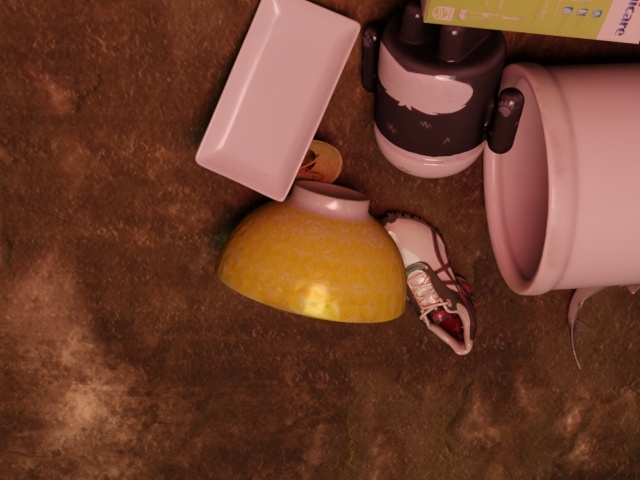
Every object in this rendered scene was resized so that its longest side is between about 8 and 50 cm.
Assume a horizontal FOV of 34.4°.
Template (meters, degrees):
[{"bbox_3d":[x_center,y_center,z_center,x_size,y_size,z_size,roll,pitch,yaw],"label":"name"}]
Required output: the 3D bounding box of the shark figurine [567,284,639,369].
[{"bbox_3d":[0.486,0.076,1.701,0.166,0.116,0.278,38,111,-24],"label":"shark figurine"}]

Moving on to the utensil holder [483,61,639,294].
[{"bbox_3d":[0.458,-0.092,1.459,0.386,0.327,0.327,-2,124,-5],"label":"utensil holder"}]

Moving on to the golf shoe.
[{"bbox_3d":[0.176,0.067,1.663,0.105,0.120,0.273,-32,119,18],"label":"golf shoe"}]

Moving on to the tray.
[{"bbox_3d":[-0.060,-0.204,1.448,0.145,0.030,0.270,25,97,6],"label":"tray"}]

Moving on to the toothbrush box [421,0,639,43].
[{"bbox_3d":[0.270,-0.371,1.307,0.283,0.206,0.122,6,141,-7],"label":"toothbrush box"}]

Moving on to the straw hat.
[{"bbox_3d":[-0.038,-0.131,1.543,0.145,0.061,0.144,-7,150,-4],"label":"straw hat"}]

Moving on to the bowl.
[{"bbox_3d":[0.000,0.000,1.528,0.290,0.289,0.156,10,104,-11],"label":"bowl"}]

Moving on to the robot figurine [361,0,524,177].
[{"bbox_3d":[0.162,-0.215,1.424,0.174,0.209,0.278,-9,138,-10],"label":"robot figurine"}]
